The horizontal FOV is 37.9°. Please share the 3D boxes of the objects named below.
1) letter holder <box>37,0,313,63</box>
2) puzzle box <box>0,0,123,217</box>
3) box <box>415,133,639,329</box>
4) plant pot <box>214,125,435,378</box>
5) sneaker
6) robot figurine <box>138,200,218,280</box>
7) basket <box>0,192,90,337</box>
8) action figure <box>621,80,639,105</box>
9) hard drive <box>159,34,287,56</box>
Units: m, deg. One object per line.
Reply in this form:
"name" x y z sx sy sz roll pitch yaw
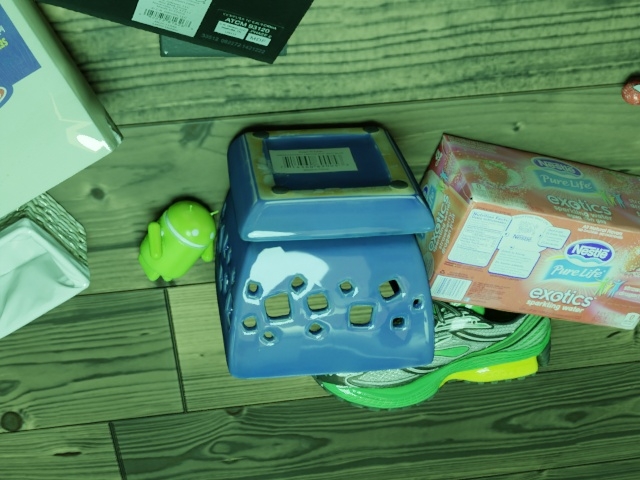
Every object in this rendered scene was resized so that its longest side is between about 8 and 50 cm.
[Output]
"letter holder" -0.151 -0.319 0.829 0.302 0.214 0.152 12 158 -18
"puzzle box" -0.437 -0.112 0.933 0.409 0.052 0.272 -27 106 13
"box" 0.271 -0.008 1.144 0.300 0.142 0.154 9 127 -17
"plant pot" 0.000 0.000 1.054 0.236 0.236 0.212 -3 123 -8
"sneaker" 0.145 0.122 1.256 0.343 0.134 0.146 -13 124 -11
"robot figurine" -0.172 -0.001 1.122 0.101 0.067 0.115 7 133 -51
"basket" -0.364 0.025 1.087 0.167 0.103 0.113 -28 128 14
"action figure" 0.490 -0.181 1.050 0.280 0.139 0.091 -13 129 4
"hard drive" -0.102 -0.236 0.969 0.135 0.022 0.094 -2 130 -8
